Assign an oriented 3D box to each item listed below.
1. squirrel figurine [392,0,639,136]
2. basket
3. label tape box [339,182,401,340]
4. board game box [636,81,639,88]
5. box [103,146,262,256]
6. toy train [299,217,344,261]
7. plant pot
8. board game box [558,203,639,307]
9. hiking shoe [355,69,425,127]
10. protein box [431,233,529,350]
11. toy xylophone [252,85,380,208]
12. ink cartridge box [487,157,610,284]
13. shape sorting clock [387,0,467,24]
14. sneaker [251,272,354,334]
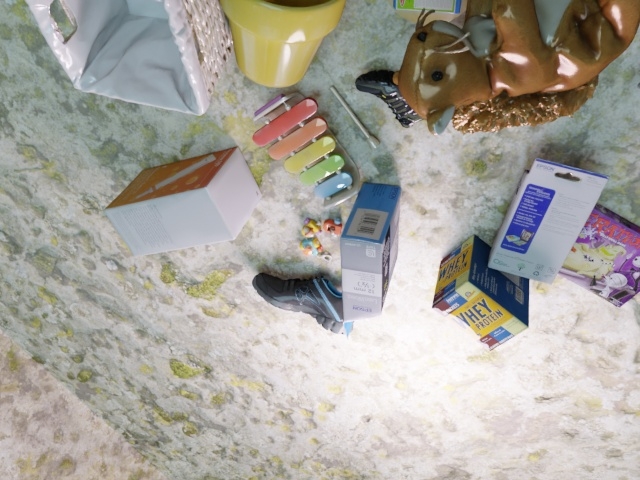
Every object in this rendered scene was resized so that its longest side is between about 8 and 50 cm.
[{"bbox_3d":[0.333,-0.316,1.110,0.370,0.281,0.397,-30,147,1],"label":"squirrel figurine"},{"bbox_3d":[-0.364,-0.479,1.207,0.331,0.267,0.328,15,152,12],"label":"basket"},{"bbox_3d":[0.134,0.063,1.544,0.115,0.249,0.348,6,129,15],"label":"label tape box"},{"bbox_3d":[0.816,-0.340,1.061,0.318,0.066,0.319,26,120,-2],"label":"board game box"},{"bbox_3d":[-0.371,-0.103,1.618,0.345,0.215,0.168,-9,123,25],"label":"box"},{"bbox_3d":[0.000,0.000,1.678,0.125,0.046,0.166,20,131,4],"label":"toy train"},{"bbox_3d":[-0.087,-0.463,1.228,0.254,0.254,0.239,23,147,1],"label":"plant pot"},{"bbox_3d":[0.661,0.015,1.455,0.346,0.056,0.208,28,127,-3],"label":"board game box"},{"bbox_3d":[0.182,-0.309,1.339,0.226,0.086,0.114,16,127,6],"label":"hiking shoe"},{"bbox_3d":[0.419,0.133,1.532,0.201,0.200,0.136,36,130,-10],"label":"protein box"},{"bbox_3d":[-0.006,-0.243,1.464,0.322,0.081,0.236,43,128,-16],"label":"toy xylophone"},{"bbox_3d":[0.523,-0.051,1.382,0.165,0.065,0.333,17,132,7],"label":"ink cartridge box"},{"bbox_3d":[0.217,-0.533,1.178,0.206,0.040,0.206,11,134,12],"label":"shape sorting clock"},{"bbox_3d":[-0.040,0.157,1.796,0.340,0.125,0.140,22,104,6],"label":"sneaker"}]
